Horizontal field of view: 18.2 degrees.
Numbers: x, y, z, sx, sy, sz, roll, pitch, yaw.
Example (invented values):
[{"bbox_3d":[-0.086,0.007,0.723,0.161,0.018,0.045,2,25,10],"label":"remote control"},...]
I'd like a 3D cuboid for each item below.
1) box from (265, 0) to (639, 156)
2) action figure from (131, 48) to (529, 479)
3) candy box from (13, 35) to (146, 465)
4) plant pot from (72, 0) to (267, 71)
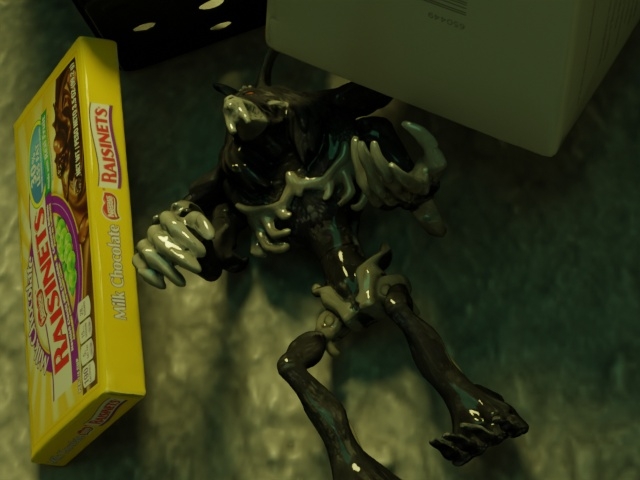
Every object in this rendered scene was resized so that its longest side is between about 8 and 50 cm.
[{"bbox_3d":[0.124,-0.249,1.018,0.168,0.215,0.345,23,52,18],"label":"box"},{"bbox_3d":[0.000,0.000,1.021,0.164,0.141,0.276,-30,66,7],"label":"action figure"},{"bbox_3d":[-0.131,0.006,1.061,0.027,0.105,0.206,6,62,-26],"label":"candy box"},{"bbox_3d":[-0.085,-0.204,1.108,0.187,0.188,0.167,-20,76,0],"label":"plant pot"}]
